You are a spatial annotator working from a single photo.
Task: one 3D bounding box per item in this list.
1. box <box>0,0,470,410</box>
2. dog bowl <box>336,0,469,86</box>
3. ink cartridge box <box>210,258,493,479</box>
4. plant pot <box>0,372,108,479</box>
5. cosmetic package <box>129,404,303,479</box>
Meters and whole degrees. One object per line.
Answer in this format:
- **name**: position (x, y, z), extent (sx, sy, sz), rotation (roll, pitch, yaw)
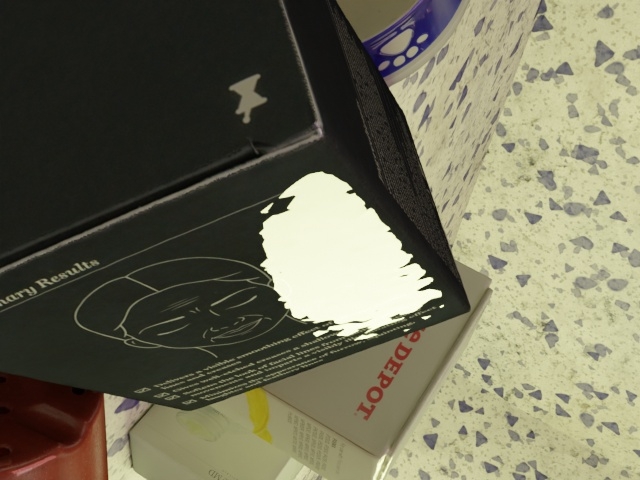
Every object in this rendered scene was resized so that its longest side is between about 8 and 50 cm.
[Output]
- **box**: position (-0.089, -0.033, 0.630), extent (0.294, 0.212, 0.395), rotation (-21, 158, 13)
- **dog bowl**: position (0.006, -0.269, 0.769), extent (0.265, 0.265, 0.104), rotation (-62, 161, 0)
- **ink cartridge box**: position (-0.025, 0.097, 1.050), extent (0.279, 0.385, 0.160), rotation (-51, 161, -31)
- **plant pot**: position (-0.296, 0.231, 0.726), extent (0.272, 0.272, 0.265), rotation (-36, 141, -56)
- **cosmetic package**: position (-0.141, 0.309, 1.329), extent (0.224, 0.224, 0.138), rotation (-50, 160, -36)
